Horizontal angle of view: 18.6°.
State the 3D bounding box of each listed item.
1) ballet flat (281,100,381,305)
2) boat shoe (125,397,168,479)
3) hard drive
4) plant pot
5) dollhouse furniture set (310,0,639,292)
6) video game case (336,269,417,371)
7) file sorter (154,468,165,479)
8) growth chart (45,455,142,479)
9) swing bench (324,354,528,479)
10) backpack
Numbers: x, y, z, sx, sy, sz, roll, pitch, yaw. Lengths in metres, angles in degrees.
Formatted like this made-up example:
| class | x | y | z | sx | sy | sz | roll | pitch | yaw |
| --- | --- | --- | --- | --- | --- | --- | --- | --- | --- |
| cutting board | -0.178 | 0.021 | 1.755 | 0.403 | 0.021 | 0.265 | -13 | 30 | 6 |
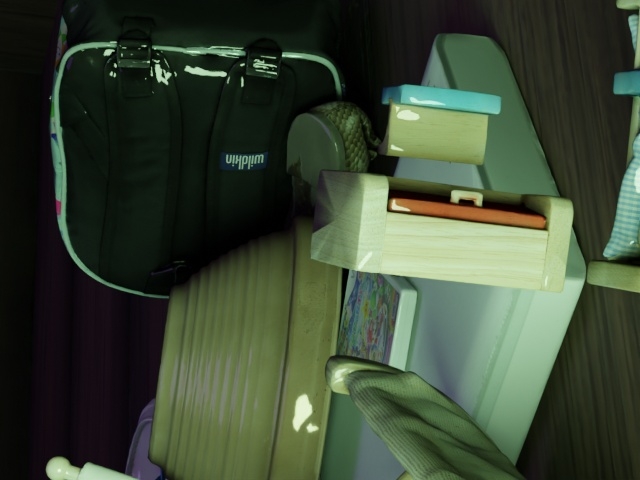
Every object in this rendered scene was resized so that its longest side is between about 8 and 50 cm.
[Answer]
| class | x | y | z | sx | sy | sz | roll | pitch | yaw |
| --- | --- | --- | --- | --- | --- | --- | --- | --- | --- |
| ballet flat | 0.000 | 0.000 | 1.436 | 0.084 | 0.058 | 0.250 | 38 | 136 | 31 |
| boat shoe | -0.142 | 0.276 | 1.718 | 0.096 | 0.098 | 0.277 | -27 | -57 | -54 |
| hard drive | 0.062 | 0.088 | 1.158 | 0.233 | 0.047 | 0.353 | -102 | 23 | -52 |
| plant pot | -0.055 | 0.097 | 1.309 | 0.237 | 0.109 | 0.237 | -173 | 90 | -85 |
| dollhouse furniture set | 0.106 | -0.043 | 0.748 | 0.129 | 0.183 | 0.129 | -169 | 85 | -76 |
| video game case | 0.032 | 0.055 | 1.169 | 0.122 | 0.011 | 0.087 | -130 | 47 | -72 |
| file sorter | -0.092 | 0.257 | 1.585 | 0.170 | 0.104 | 0.118 | 112 | 158 | -47 |
| growth chart | -0.118 | 0.263 | 1.255 | 0.021 | 0.172 | 0.237 | -34 | -49 | -74 |
| swing bench | 0.049 | 0.218 | 0.900 | 0.255 | 0.165 | 0.253 | -63 | 17 | 7 |
| backpack | -0.096 | -0.081 | 1.492 | 0.191 | 0.225 | 0.253 | -93 | 6 | -54 |
